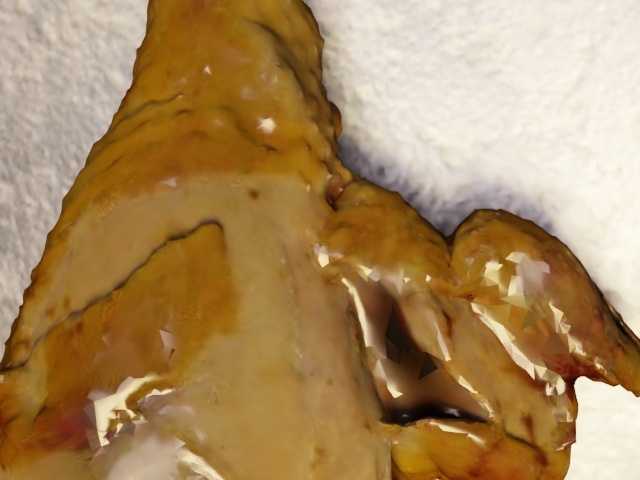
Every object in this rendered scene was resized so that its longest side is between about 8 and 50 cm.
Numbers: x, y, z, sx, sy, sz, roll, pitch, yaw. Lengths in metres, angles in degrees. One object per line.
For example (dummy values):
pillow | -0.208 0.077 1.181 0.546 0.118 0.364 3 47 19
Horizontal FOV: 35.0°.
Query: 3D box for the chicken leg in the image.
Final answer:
chicken leg | 0.000 0.000 0.450 0.295 0.182 0.410 1 82 2
